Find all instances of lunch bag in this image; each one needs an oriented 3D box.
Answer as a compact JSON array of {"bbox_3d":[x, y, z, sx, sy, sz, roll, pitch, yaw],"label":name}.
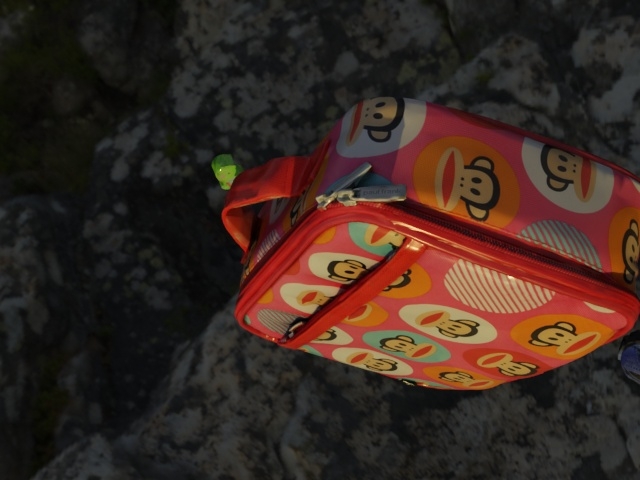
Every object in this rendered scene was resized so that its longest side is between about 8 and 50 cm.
[{"bbox_3d":[0.056,0.010,0.681,0.258,0.293,0.120,19,66,-11],"label":"lunch bag"}]

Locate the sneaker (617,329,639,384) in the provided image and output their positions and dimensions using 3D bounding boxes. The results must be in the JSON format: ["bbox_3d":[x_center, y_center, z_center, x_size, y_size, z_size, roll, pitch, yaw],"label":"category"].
[{"bbox_3d":[0.241,0.112,0.463,0.221,0.083,0.087,33,115,25],"label":"sneaker"}]

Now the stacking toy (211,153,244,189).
[{"bbox_3d":[0.000,0.000,0.949,0.052,0.221,0.167,-45,51,27],"label":"stacking toy"}]
